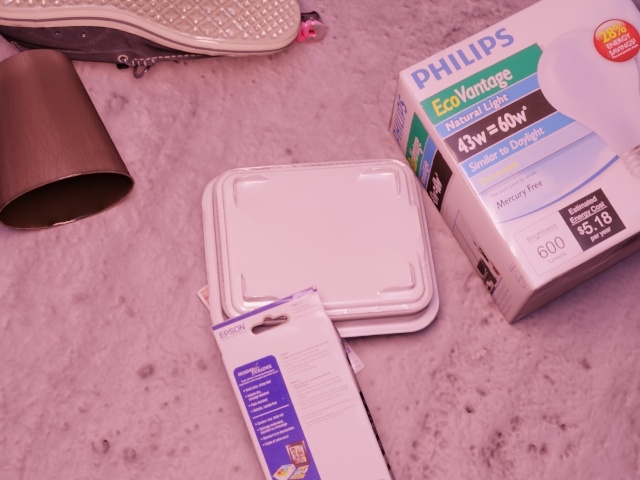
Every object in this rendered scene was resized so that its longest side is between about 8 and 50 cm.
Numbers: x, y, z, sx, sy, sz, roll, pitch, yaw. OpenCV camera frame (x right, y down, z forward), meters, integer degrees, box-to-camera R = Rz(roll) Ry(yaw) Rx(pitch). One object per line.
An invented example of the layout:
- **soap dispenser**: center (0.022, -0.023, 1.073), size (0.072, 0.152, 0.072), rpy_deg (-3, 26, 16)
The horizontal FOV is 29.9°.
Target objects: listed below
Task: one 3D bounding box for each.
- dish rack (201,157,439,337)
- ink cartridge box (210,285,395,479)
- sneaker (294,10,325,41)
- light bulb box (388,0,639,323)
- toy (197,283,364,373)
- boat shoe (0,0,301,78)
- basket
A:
- **dish rack**: center (0.000, 0.000, 1.737), size (0.332, 0.072, 0.286), rpy_deg (-4, 63, -7)
- **ink cartridge box**: center (-0.017, 0.243, 1.656), size (0.165, 0.065, 0.333), rpy_deg (-20, 87, 6)
- **sneaker**: center (-0.053, -0.338, 1.893), size (0.119, 0.047, 0.057), rpy_deg (-5, 51, -1)
- **light bulb box**: center (0.339, -0.134, 1.723), size (0.358, 0.225, 0.361), rpy_deg (-29, 76, -9)
- **toy**: center (-0.060, 0.125, 1.741), size (0.137, 0.056, 0.237), rpy_deg (-36, 76, -9)
- **boat shoe**: center (-0.279, -0.352, 1.838), size (0.500, 0.156, 0.187), rpy_deg (4, 68, -1)
- **basket**: center (-0.404, -0.157, 1.787), size (0.204, 0.154, 0.227), rpy_deg (-17, 70, -5)
